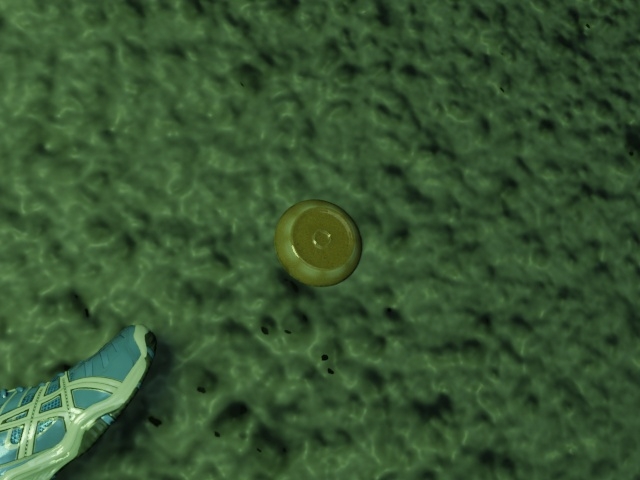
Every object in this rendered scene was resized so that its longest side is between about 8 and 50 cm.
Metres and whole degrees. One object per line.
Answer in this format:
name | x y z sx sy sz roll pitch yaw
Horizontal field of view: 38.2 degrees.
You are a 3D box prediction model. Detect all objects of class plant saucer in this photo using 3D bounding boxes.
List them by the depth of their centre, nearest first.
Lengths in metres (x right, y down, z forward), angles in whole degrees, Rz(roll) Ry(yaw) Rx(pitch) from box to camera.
plant saucer | 0.000 0.000 0.837 0.083 0.015 0.083 5 73 -15

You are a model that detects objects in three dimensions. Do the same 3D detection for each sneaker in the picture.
sneaker | -0.210 0.134 0.697 0.081 0.080 0.211 45 65 -3
